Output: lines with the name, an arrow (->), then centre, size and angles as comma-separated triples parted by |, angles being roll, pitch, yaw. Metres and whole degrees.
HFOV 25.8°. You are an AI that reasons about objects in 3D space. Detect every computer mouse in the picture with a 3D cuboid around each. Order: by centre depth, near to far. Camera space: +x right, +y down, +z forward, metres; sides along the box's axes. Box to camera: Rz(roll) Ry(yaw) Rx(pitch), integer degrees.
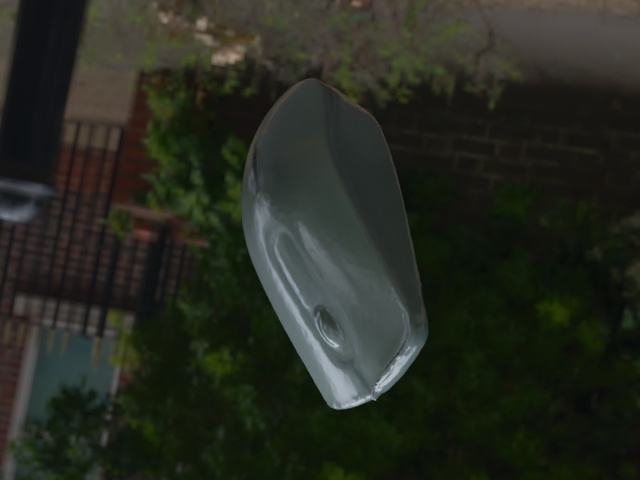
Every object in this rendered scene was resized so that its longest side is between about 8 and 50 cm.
computer mouse -> 0.000, 0.000, 0.930 | 0.079, 0.231, 0.128 | 2, 147, -29
